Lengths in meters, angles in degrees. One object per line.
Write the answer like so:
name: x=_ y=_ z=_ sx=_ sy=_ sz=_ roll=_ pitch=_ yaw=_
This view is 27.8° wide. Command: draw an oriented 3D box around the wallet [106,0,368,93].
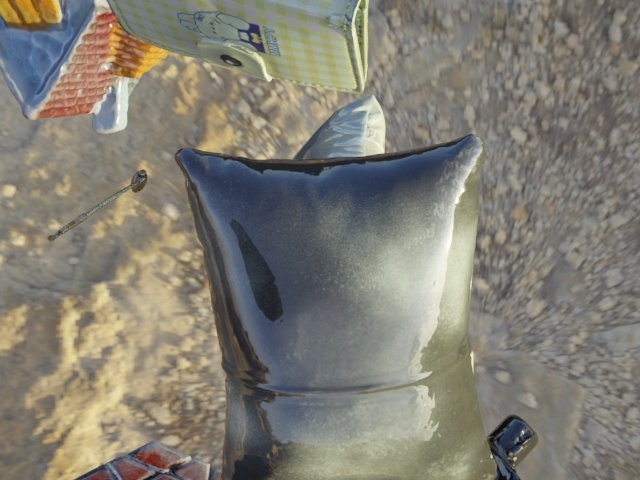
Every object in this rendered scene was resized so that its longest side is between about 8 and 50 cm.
wallet: x=-0.094 y=-0.257 z=1.448 sx=0.309 sy=0.223 sz=0.077 roll=20 pitch=70 yaw=11

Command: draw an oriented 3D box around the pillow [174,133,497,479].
pillow: x=0.014 y=0.054 z=0.799 sx=0.186 sy=0.106 sz=0.250 roll=-4 pitch=115 yaw=4

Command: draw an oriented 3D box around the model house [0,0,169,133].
model house: x=-0.331 y=-0.317 z=1.880 sx=0.297 sy=0.360 sz=0.339 roll=6 pitch=100 yaw=12

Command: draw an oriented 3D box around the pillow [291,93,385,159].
pillow: x=-0.001 y=0.001 z=1.118 sx=0.078 sy=0.144 sz=0.254 roll=30 pitch=46 yaw=-25

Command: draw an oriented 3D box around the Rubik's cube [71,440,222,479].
Rubik's cube: x=-0.188 y=0.379 z=1.397 sx=0.319 sy=0.264 sz=0.319 roll=-16 pitch=62 yaw=33

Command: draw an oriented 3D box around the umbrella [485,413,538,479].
umbrella: x=0.101 y=0.266 z=1.189 sx=0.272 sy=0.122 sz=0.110 roll=-41 pitch=75 yaw=-15

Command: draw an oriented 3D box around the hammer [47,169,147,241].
hammer: x=-0.198 y=-0.030 z=1.156 sx=0.014 sy=0.029 sz=0.123 roll=40 pitch=46 yaw=12
